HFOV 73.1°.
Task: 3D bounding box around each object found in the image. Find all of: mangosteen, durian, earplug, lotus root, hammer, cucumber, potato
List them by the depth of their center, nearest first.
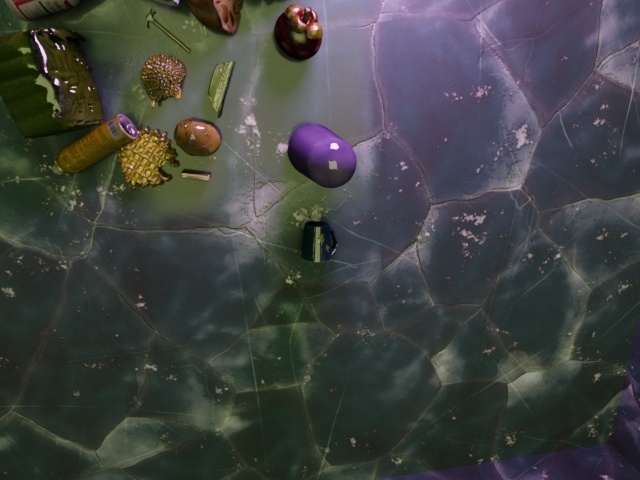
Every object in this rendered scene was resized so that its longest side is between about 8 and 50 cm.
[{"bbox_3d":[-0.383,-0.847,1.515,0.179,0.199,0.188,16,67,16],"label":"lotus root"},{"bbox_3d":[-0.072,-0.756,1.559,0.199,0.200,0.200,-3,109,-8],"label":"mangosteen"},{"bbox_3d":[-0.588,-0.585,1.578,0.146,0.102,0.208,23,95,-21],"label":"durian"},{"bbox_3d":[-0.557,-0.754,1.579,0.182,0.017,0.062,38,100,-19],"label":"hammer"},{"bbox_3d":[0.011,-0.308,1.588,0.215,0.456,0.215,-3,108,-10],"label":"earplug"},{"bbox_3d":[-0.388,-0.584,1.649,0.070,0.046,0.220,16,104,-11],"label":"cucumber"},{"bbox_3d":[-0.474,-0.391,1.661,0.175,0.137,0.137,9,107,-14],"label":"potato"}]

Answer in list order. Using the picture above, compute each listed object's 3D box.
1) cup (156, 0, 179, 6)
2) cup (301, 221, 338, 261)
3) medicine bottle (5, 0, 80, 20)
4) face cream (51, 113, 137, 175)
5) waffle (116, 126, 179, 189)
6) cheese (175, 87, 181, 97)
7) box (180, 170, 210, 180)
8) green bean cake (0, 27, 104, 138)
[{"bbox_3d":[-0.516,-0.931,1.357,0.259,0.356,0.275,0,112,-55],"label":"cup"},{"bbox_3d":[0.000,0.000,1.877,0.176,0.131,0.155,-11,109,-36],"label":"cup"},{"bbox_3d":[-0.907,-0.831,1.438,0.250,0.131,0.131,-19,111,-2],"label":"medicine bottle"},{"bbox_3d":[-0.856,-0.342,1.614,0.348,0.105,0.105,-27,111,11],"label":"face cream"},{"bbox_3d":[-0.684,-0.319,1.694,0.228,0.051,0.232,-15,110,0],"label":"waffle"},{"bbox_3d":[-0.586,-0.563,1.640,0.111,0.017,0.047,0,112,-9],"label":"cheese"},{"bbox_3d":[-0.503,-0.259,1.741,0.115,0.048,0.025,6,104,-12],"label":"box"},{"bbox_3d":[-0.889,-0.522,1.452,0.217,0.335,0.319,-11,113,5],"label":"green bean cake"}]
